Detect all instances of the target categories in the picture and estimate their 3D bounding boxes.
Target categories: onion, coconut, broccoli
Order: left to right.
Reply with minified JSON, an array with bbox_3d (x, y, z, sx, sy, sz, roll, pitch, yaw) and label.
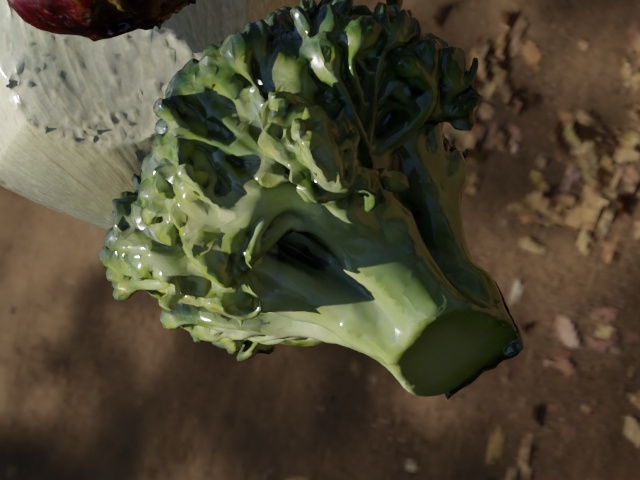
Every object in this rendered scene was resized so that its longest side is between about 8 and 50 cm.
[{"bbox_3d":[-0.091,-0.133,0.621,0.107,0.097,0.107,-25,25,13],"label":"onion"},{"bbox_3d":[-0.146,-0.164,1.184,0.346,0.346,0.360,-14,79,43],"label":"coconut"},{"bbox_3d":[0.000,0.000,0.885,0.248,0.288,0.245,-34,61,-5],"label":"broccoli"}]
